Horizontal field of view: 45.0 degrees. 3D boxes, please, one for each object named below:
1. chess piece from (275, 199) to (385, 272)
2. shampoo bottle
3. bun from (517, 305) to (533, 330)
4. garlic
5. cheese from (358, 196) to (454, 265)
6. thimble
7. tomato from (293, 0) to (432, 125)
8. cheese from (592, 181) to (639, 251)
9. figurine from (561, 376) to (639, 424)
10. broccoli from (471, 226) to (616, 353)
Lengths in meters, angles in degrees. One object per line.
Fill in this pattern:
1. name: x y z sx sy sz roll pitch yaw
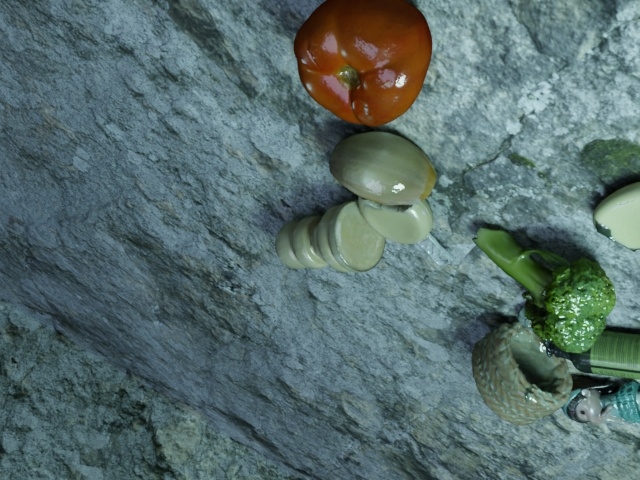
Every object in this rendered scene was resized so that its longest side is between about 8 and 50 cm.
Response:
1. chess piece: 0.000 0.000 1.882 0.299 0.167 0.167 -7 131 49
2. shampoo bottle: 0.645 0.254 1.742 0.284 0.101 0.101 1 136 37
3. bun: 0.501 0.184 1.815 0.083 0.045 0.083 24 145 18
4. garlic: 0.118 -0.150 1.629 0.245 0.145 0.164 19 175 22
5. cheese: 0.193 -0.029 1.759 0.163 0.071 0.249 -1 136 38
6. thimble: 0.484 0.318 1.858 0.196 0.229 0.148 0 149 -29
7. tomato: 0.078 -0.329 1.362 0.259 0.180 0.260 20 142 17
8. cheese: 0.600 -0.077 1.396 0.127 0.054 0.251 29 145 4
9. figurine: 0.697 0.386 1.875 0.245 0.110 0.138 -6 122 38
10. broccoli: 0.498 0.095 1.633 0.254 0.186 0.302 57 -179 -38
